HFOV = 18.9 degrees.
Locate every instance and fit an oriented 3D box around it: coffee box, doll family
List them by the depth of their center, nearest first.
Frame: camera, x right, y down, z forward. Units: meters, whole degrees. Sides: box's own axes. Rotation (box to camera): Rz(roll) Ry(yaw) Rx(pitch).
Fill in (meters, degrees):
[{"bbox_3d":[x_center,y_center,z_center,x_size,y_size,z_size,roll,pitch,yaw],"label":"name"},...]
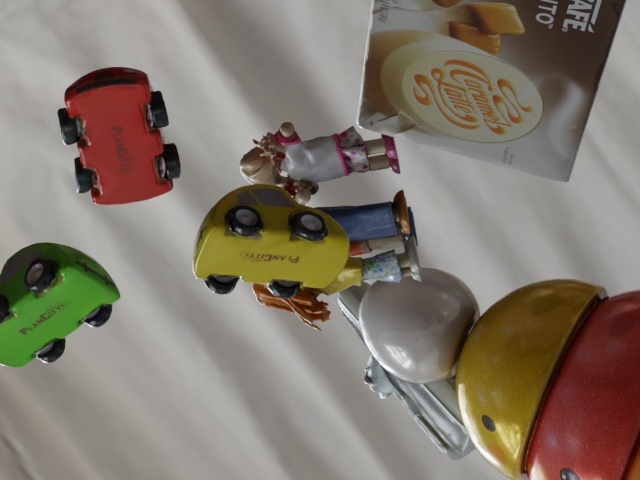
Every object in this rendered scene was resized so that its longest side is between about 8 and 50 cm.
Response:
[{"bbox_3d":[0.105,-0.149,1.102,0.246,0.141,0.098,98,8,-62],"label":"coffee box"},{"bbox_3d":[0.000,0.000,1.703,0.163,0.263,0.118,-9,-116,5],"label":"doll family"}]

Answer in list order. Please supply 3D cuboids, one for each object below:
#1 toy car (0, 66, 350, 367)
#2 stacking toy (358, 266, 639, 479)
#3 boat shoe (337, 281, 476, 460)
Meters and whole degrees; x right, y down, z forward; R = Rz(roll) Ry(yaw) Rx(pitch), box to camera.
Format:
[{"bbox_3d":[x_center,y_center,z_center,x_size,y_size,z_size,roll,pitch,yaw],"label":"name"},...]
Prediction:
[{"bbox_3d":[-0.129,-0.001,1.185,0.225,0.239,0.053,-34,-136,21],"label":"toy car"},{"bbox_3d":[0.255,0.155,1.880,0.480,0.351,0.350,21,-133,20],"label":"stacking toy"},{"bbox_3d":[0.086,0.138,2.022,0.081,0.227,0.079,-49,166,21],"label":"boat shoe"}]
